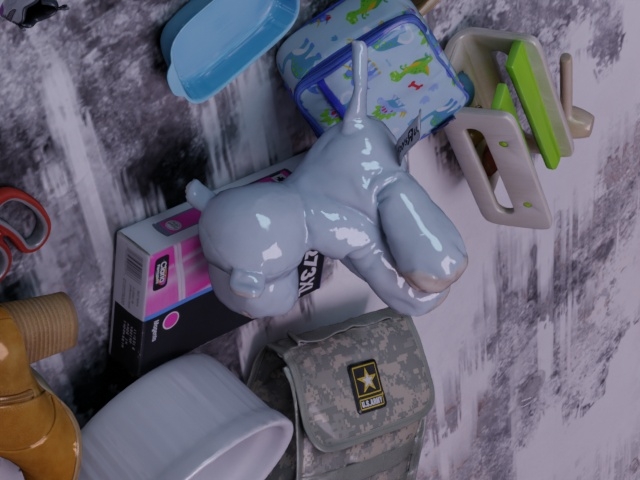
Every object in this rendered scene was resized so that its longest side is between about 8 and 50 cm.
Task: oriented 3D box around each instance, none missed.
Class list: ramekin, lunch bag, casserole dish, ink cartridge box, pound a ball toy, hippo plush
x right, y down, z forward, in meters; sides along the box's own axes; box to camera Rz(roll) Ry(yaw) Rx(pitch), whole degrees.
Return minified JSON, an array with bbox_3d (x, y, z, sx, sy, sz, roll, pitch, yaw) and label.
[{"bbox_3d":[-0.177,0.257,1.960,0.277,0.135,0.277,-40,162,-15],"label":"ramekin"},{"bbox_3d":[0.015,0.235,2.222,0.235,0.169,0.287,-14,123,-41],"label":"lunch bag"},{"bbox_3d":[-0.096,-0.223,1.761,0.188,0.037,0.114,-43,146,-18],"label":"casserole dish"},{"bbox_3d":[0.057,-0.178,1.922,0.176,0.090,0.219,-31,147,5],"label":"lunch bag"},{"bbox_3d":[-0.081,0.010,1.981,0.371,0.069,0.175,-27,139,-39],"label":"ink cartridge box"},{"bbox_3d":[0.242,-0.162,2.200,0.319,0.136,0.208,58,46,-56],"label":"pound a ball toy"},{"bbox_3d":[0.000,0.000,1.802,0.237,0.234,0.294,-29,156,-19],"label":"hippo plush"}]

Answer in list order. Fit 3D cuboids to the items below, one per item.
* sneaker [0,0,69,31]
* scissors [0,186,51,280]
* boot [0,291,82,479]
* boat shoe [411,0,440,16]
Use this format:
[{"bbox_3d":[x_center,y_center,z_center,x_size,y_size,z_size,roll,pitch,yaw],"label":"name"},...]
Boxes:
[{"bbox_3d":[-0.244,-0.229,1.534,0.098,0.069,0.038,-54,148,0],"label":"sneaker"},{"bbox_3d":[-0.353,-0.043,1.621,0.109,0.021,0.297,-47,146,-6],"label":"scissors"},{"bbox_3d":[-0.358,0.191,1.773,0.211,0.104,0.295,-19,131,-34],"label":"boot"},{"bbox_3d":[0.149,-0.312,1.968,0.170,0.063,0.059,-51,142,-5],"label":"boat shoe"}]
